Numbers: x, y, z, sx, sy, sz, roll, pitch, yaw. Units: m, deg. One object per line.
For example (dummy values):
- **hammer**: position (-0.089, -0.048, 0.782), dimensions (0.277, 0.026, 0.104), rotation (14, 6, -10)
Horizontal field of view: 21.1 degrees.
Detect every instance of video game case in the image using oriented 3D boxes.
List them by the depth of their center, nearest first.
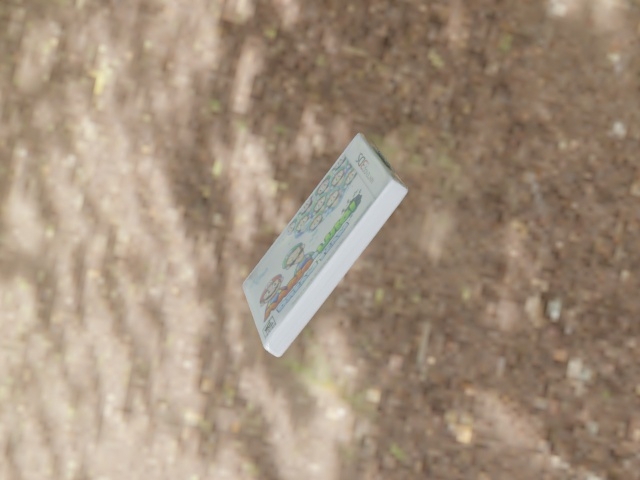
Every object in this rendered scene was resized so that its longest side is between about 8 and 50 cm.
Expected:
- **video game case**: position (0.000, 0.000, 1.302), dimensions (0.157, 0.019, 0.143), rotation (-53, 18, 9)
